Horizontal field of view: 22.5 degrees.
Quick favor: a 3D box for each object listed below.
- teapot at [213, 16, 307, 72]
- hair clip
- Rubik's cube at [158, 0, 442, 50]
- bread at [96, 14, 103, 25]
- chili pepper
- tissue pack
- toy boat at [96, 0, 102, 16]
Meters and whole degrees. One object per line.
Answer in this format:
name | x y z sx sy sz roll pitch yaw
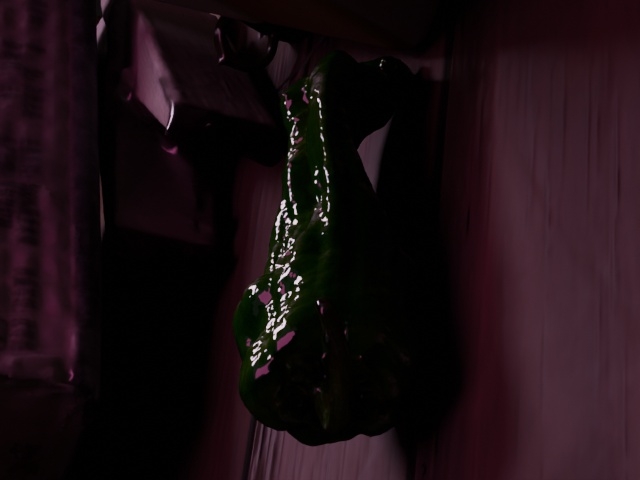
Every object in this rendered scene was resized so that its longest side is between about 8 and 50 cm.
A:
teapot | -0.035 -0.156 0.948 0.076 0.068 0.121 -7 63 68
hair clip | -0.097 -0.094 1.022 0.331 0.085 0.101 -111 34 -62
Rubik's cube | -0.108 -0.324 0.770 0.347 0.344 0.346 20 89 44
bread | -0.257 -0.037 1.411 0.315 0.279 0.248 53 132 17
chili pepper | 0.006 -0.001 0.673 0.100 0.074 0.257 -55 23 34
tissue pack | -0.213 0.012 1.015 0.288 0.124 0.394 110 161 -46
toy boat | -0.317 -0.186 1.448 0.220 0.291 0.067 114 142 -54
